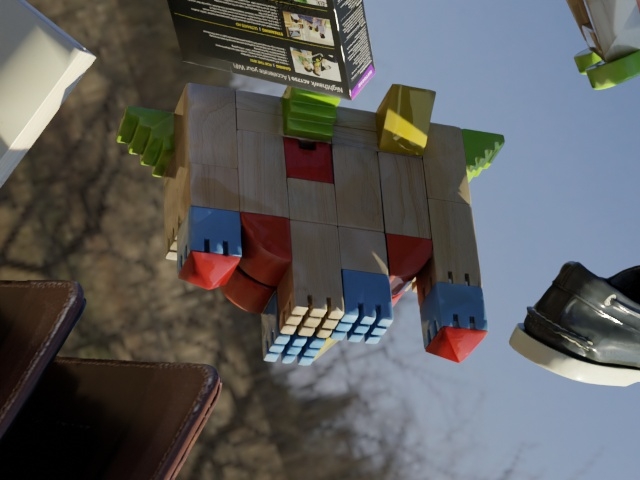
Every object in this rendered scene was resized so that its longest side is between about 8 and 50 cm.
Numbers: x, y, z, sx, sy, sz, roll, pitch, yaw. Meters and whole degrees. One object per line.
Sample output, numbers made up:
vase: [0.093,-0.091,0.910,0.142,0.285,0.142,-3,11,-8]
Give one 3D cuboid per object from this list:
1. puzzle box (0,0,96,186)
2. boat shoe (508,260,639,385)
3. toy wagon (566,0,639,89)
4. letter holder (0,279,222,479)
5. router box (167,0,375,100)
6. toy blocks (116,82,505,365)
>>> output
puzzle box: [-0.444,-0.187,1.529,0.409,0.272,0.052,39,7,8]
boat shoe: [0.313,0.068,1.574,0.127,0.340,0.113,33,-71,45]
toy wagon: [0.215,-0.278,1.466,0.344,0.068,0.267,-71,139,-78]
letter holder: [-0.215,0.138,0.793,0.214,0.302,0.152,-1,-40,52]
router box: [-0.048,-0.198,1.394,0.179,0.046,0.133,16,-41,27]
toy blocks: [0.000,0.000,1.588,0.191,0.381,0.261,122,-29,-51]
